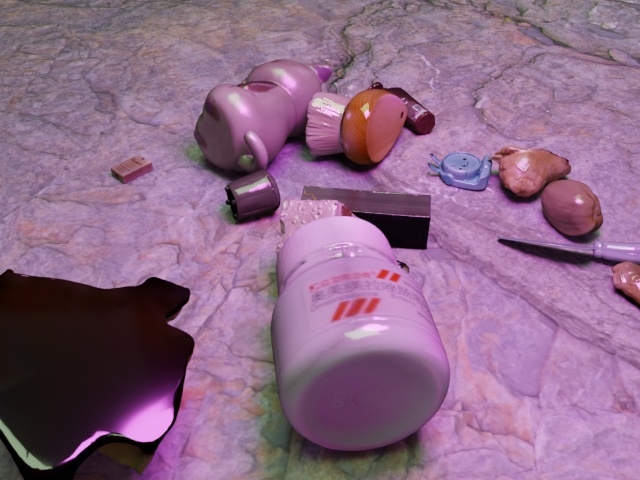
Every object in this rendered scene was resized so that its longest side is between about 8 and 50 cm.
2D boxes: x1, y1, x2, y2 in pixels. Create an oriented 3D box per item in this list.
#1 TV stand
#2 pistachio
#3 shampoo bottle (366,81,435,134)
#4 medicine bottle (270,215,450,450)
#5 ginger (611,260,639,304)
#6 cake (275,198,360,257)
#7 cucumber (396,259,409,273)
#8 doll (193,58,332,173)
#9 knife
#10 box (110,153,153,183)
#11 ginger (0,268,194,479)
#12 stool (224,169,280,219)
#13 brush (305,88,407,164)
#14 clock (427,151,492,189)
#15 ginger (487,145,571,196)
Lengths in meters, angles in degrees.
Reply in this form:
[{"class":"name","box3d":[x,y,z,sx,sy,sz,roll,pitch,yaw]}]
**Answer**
[{"class":"TV stand","box3d":[0.091,-0.048,1.503,0.269,0.088,0.083,5,41,6]},{"class":"pistachio","box3d":[0.531,-0.070,1.529,0.113,0.113,0.149,-17,27,-20]},{"class":"shampoo bottle","box3d":[0.209,-0.356,1.904,0.068,0.067,0.236,-11,39,-28]},{"class":"medicine bottle","box3d":[0.048,0.135,1.147,0.256,0.256,0.325,-4,37,-6]},{"class":"ginger","box3d":[0.618,0.100,1.358,0.069,0.051,0.173,-17,48,-28]},{"class":"cake","box3d":[0.000,0.000,1.358,0.134,0.147,0.135,3,70,19]},{"class":"cucumber","box3d":[0.085,0.035,1.429,0.187,0.058,0.058,23,44,24]},{"class":"doll","box3d":[-0.144,-0.304,1.724,0.226,0.215,0.370,29,47,9]},{"class":"knife","box3d":[0.526,0.014,1.451,0.331,0.044,0.080,6,7,11]},{"class":"box","box3d":[-0.445,-0.170,1.704,0.053,0.024,0.083,32,47,32]},{"class":"ginger","box3d":[-0.373,0.216,1.128,0.358,0.211,0.413,-4,47,-26]},{"class":"stool","box3d":[-0.147,-0.097,1.560,0.110,0.096,0.096,-20,43,-17]},{"class":"brush","box3d":[0.094,-0.289,1.753,0.166,0.174,0.266,13,28,28]},{"class":"clock","box3d":[0.324,-0.169,1.688,0.147,0.045,0.108,10,39,13]},{"class":"ginger","box3d":[0.490,-0.146,1.637,0.193,0.115,0.123,8,66,-16]}]
